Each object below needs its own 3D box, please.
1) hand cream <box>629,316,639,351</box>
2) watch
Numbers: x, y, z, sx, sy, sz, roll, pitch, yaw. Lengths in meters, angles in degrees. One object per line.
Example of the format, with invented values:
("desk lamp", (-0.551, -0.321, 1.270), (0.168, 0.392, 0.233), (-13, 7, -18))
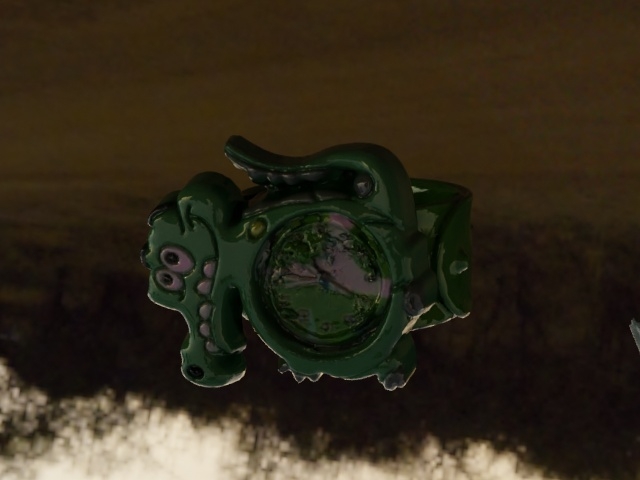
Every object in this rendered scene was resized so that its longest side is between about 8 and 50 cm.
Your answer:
("hand cream", (0.327, 0.096, 0.879), (0.050, 0.079, 0.275), (-3, 180, -29))
("watch", (0.000, 0.000, 0.683), (0.165, 0.131, 0.152), (-1, -167, 14))
